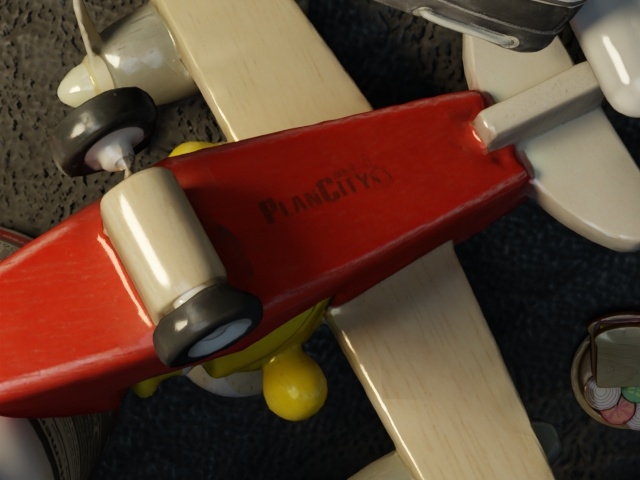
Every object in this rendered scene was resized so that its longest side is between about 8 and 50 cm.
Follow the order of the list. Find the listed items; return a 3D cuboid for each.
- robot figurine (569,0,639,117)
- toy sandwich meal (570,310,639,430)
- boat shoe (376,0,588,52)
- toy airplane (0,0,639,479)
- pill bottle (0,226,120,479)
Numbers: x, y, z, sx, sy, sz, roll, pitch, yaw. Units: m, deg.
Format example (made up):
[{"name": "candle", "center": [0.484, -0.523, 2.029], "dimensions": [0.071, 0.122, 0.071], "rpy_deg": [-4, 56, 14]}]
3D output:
[{"name": "robot figurine", "center": [0.269, -0.188, 1.019], "dimensions": [0.300, 0.200, 0.353], "rpy_deg": [-30, 72, 18]}, {"name": "toy sandwich meal", "center": [0.204, 0.087, 1.223], "dimensions": [0.085, 0.029, 0.086], "rpy_deg": [1, 105, 3]}, {"name": "boat shoe", "center": [0.006, -0.182, 0.992], "dimensions": [0.301, 0.108, 0.102], "rpy_deg": [18, 140, -13]}, {"name": "toy airplane", "center": [0.000, 0.000, 1.101], "dimensions": [0.384, 0.386, 0.272], "rpy_deg": [23, 145, -11]}, {"name": "pill bottle", "center": [-0.244, 0.130, 1.088], "dimensions": [0.210, 0.363, 0.210], "rpy_deg": [1, 105, 4]}]
